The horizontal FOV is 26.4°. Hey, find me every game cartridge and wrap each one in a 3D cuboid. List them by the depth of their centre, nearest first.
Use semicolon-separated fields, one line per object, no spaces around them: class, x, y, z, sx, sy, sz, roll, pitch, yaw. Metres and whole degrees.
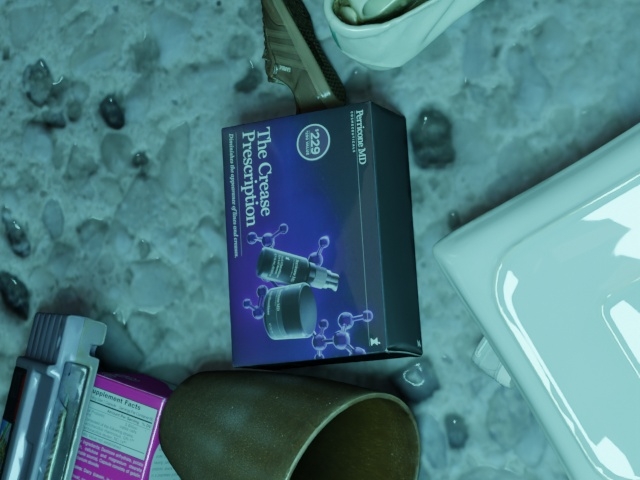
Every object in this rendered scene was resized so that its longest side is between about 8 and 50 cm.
game cartridge;-0.325;0.256;1.524;0.230;0.068;0.355;-3;73;65

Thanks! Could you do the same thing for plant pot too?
plant pot;-0.052;0.220;1.408;0.230;0.215;0.215;21;93;40

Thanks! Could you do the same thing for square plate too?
square plate;0.324;0.070;1.254;0.347;0.049;0.344;-32;86;22

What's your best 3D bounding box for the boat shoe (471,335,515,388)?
boat shoe;0.209;0.055;1.364;0.063;0.066;0.184;31;107;26

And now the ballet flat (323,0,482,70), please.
ballet flat;0.161;-0.327;1.395;0.400;0.139;0.139;-40;68;17

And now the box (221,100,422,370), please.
box;0.000;0.000;1.453;0.184;0.103;0.261;-8;80;23

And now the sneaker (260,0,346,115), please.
sneaker;-0.041;-0.212;1.518;0.071;0.066;0.188;-32;70;21

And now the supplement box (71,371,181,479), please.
supplement box;-0.212;0.265;1.518;0.114;0.111;0.220;17;91;28
